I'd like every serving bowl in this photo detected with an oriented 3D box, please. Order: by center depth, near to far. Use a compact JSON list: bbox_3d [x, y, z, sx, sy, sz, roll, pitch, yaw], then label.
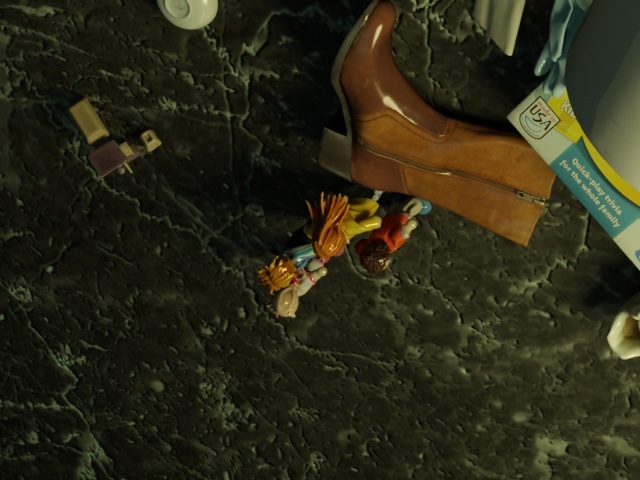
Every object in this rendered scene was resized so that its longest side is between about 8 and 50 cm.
[{"bbox_3d":[-0.167,-0.291,2.128,0.083,0.027,0.083,16,129,20],"label":"serving bowl"}]

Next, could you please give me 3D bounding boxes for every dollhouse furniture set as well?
[{"bbox_3d":[-0.273,-0.143,2.319,0.114,0.091,0.081,56,178,13],"label":"dollhouse furniture set"}]

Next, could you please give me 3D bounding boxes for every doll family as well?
[{"bbox_3d":[0.000,0.000,2.158,0.263,0.163,0.118,-29,106,42],"label":"doll family"}]

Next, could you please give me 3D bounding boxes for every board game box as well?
[{"bbox_3d":[0.391,-0.142,1.845,0.254,0.079,0.336,49,134,4],"label":"board game box"}]

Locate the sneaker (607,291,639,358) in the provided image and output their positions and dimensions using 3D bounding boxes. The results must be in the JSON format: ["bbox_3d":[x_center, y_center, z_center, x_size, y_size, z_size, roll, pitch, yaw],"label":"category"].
[{"bbox_3d":[0.413,0.079,1.983,0.087,0.092,0.229,52,150,3],"label":"sneaker"}]

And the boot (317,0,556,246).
[{"bbox_3d":[0.146,-0.135,2.020,0.280,0.096,0.264,21,126,11],"label":"boot"}]

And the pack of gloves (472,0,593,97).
[{"bbox_3d":[0.251,-0.278,1.844,0.195,0.046,0.232,54,146,36],"label":"pack of gloves"}]

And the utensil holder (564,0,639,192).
[{"bbox_3d":[0.423,-0.232,1.492,0.327,0.327,0.385,31,135,7],"label":"utensil holder"}]
